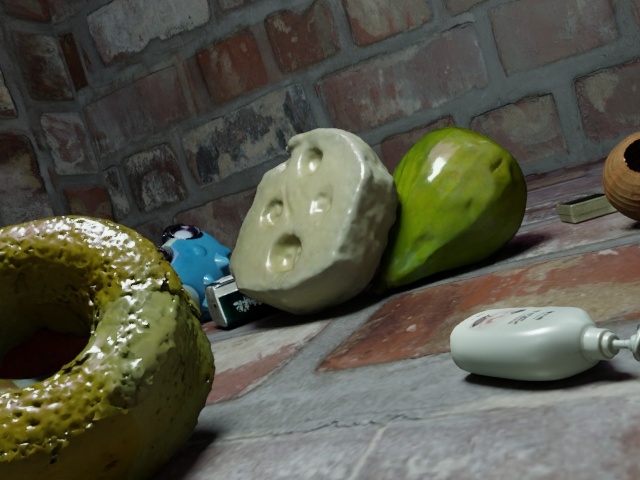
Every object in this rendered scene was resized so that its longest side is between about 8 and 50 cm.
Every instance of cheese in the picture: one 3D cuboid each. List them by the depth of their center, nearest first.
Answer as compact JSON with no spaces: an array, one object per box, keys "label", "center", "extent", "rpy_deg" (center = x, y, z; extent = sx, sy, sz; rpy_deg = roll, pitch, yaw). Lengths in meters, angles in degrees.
[{"label":"cheese","center":[-0.020,-0.029,1.005],"extent":[0.326,0.317,0.115],"rpy_deg":[-38,-46,24]}]

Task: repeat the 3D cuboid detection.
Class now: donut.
[{"label":"donut","center":[-0.225,0.086,0.484],"extent":[0.272,0.272,0.107],"rpy_deg":[-19,-37,-22]}]

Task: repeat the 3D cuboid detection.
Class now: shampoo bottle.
[{"label":"shampoo bottle","center":[0.167,0.075,0.442],"extent":[0.077,0.045,0.152],"rpy_deg":[-19,5,-29]}]

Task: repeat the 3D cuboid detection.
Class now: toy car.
[{"label":"toy car","center":[-0.283,0.091,1.300],"extent":[0.190,0.188,0.255],"rpy_deg":[20,32,15]}]

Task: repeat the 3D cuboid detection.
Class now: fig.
[{"label":"fig","center":[0.217,-0.032,1.005],"extent":[0.233,0.313,0.233],"rpy_deg":[12,-19,4]}]

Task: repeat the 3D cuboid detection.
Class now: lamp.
[{"label":"lamp","center":[0.468,-0.090,0.852],"extent":[0.137,0.136,0.136],"rpy_deg":[-17,3,1]}]

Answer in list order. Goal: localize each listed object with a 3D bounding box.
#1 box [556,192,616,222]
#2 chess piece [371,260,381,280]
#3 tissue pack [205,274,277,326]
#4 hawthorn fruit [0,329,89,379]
[{"label":"box","center":[0.480,-0.060,1.102],"extent":[0.080,0.035,0.083],"rpy_deg":[-17,4,4]},{"label":"chess piece","center":[0.114,0.042,1.103],"extent":[0.066,0.066,0.122],"rpy_deg":[-20,0,-33]},{"label":"tissue pack","center":[-0.124,0.097,1.145],"extent":[0.170,0.090,0.103],"rpy_deg":[-17,2,-24]},{"label":"hawthorn fruit","center":[-0.275,0.132,0.614],"extent":[0.197,0.196,0.225],"rpy_deg":[-17,18,10]}]
